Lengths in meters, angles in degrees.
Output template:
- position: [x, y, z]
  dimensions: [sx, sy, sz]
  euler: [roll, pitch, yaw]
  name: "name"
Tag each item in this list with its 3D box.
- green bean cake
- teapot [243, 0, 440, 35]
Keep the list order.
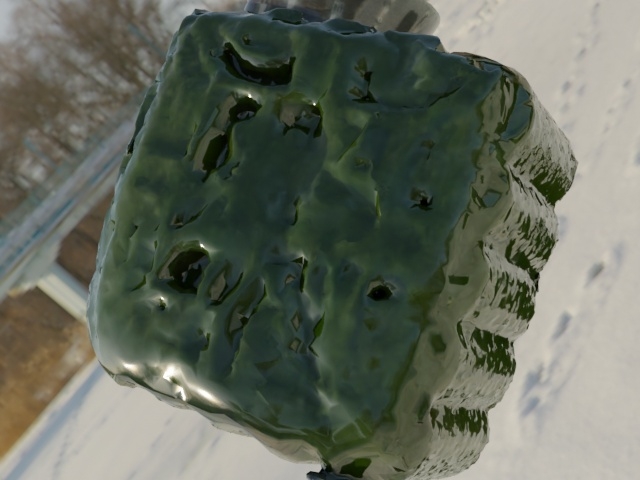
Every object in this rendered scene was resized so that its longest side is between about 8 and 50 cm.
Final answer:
- position: [0.000, 0.000, 0.670]
  dimensions: [0.156, 0.250, 0.246]
  euler: [22, -94, -63]
  name: "green bean cake"
- position: [-0.032, -0.083, 1.096]
  dimensions: [0.300, 0.253, 0.343]
  euler: [47, -115, -86]
  name: "teapot"
